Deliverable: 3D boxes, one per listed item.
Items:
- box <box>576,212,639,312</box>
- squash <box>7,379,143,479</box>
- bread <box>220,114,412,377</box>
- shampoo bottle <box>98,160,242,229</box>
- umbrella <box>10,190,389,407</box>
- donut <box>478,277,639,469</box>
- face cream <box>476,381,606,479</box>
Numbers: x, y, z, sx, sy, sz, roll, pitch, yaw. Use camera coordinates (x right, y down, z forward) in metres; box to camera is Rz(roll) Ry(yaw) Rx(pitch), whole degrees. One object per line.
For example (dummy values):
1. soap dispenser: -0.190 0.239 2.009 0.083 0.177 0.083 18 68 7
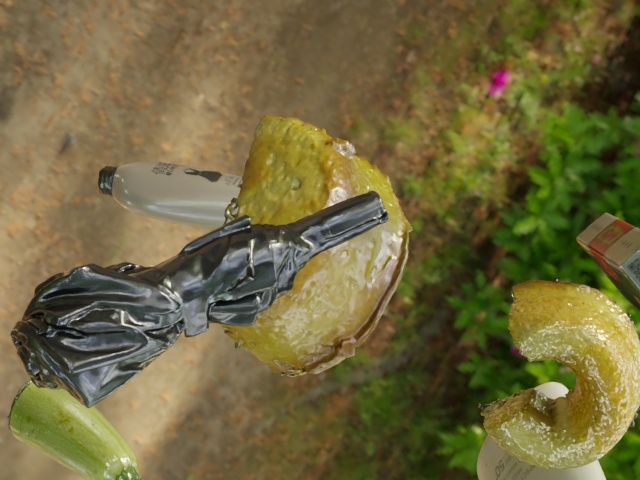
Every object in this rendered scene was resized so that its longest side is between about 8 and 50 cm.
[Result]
1. box: 0.269 0.084 0.934 0.034 0.235 0.132 -41 -172 4
2. squash: -0.277 0.253 1.677 0.094 0.224 0.094 -30 136 -35
3. bread: 0.003 -0.003 1.392 0.160 0.147 0.261 42 52 -38
4. shampoo bottle: -0.191 -0.064 1.968 0.127 0.256 0.078 -62 158 -60
5. umbrella: -0.093 0.033 1.167 0.340 0.118 0.118 -24 135 -19
6. donut: 0.226 0.132 1.279 0.078 0.146 0.181 -51 155 -68
7. face cream: 0.256 0.327 1.443 0.081 0.349 0.173 12 128 -22
